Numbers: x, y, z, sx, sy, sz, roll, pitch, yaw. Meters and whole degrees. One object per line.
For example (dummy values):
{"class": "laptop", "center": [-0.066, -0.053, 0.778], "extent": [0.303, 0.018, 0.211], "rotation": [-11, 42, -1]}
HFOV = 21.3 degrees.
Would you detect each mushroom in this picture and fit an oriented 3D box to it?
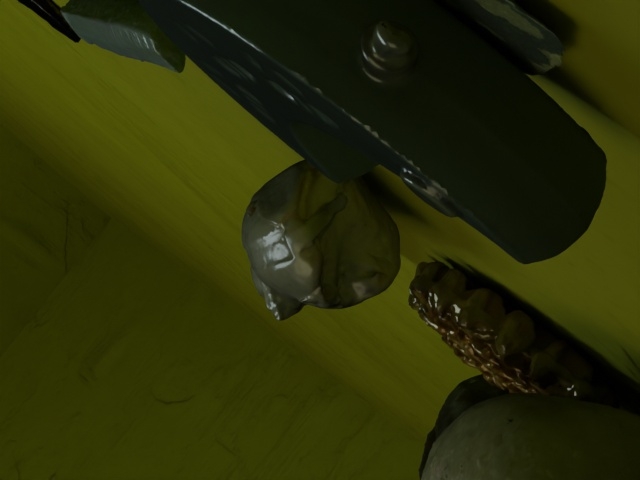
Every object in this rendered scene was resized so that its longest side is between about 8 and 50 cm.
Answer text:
{"class": "mushroom", "center": [-0.002, 0.000, 1.109], "extent": [0.278, 0.096, 0.099], "rotation": [115, 148, -85]}

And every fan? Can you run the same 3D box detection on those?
{"class": "fan", "center": [-0.005, -0.116, 0.600], "extent": [0.240, 0.009, 0.131], "rotation": [35, 174, 26]}

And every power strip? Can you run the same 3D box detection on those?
{"class": "power strip", "center": [0.008, -0.065, 0.652], "extent": [0.167, 0.054, 0.253], "rotation": [37, 177, -18]}

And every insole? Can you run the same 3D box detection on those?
{"class": "insole", "center": [-0.328, -0.266, 1.364], "extent": [0.348, 0.009, 0.119], "rotation": [37, 175, 9]}

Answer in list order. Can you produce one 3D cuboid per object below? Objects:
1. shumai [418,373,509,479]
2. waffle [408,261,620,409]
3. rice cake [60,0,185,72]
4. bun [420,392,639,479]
{"class": "shumai", "center": [0.207, 0.203, 1.205], "extent": [0.203, 0.222, 0.272], "rotation": [-25, 114, 42]}
{"class": "waffle", "center": [0.128, 0.076, 1.121], "extent": [0.191, 0.038, 0.191], "rotation": [37, 174, 5]}
{"class": "rice cake", "center": [-0.116, -0.129, 1.047], "extent": [0.042, 0.030, 0.180], "rotation": [47, 171, -26]}
{"class": "bun", "center": [0.178, 0.198, 1.007], "extent": [0.272, 0.168, 0.273], "rotation": [18, 160, 7]}
